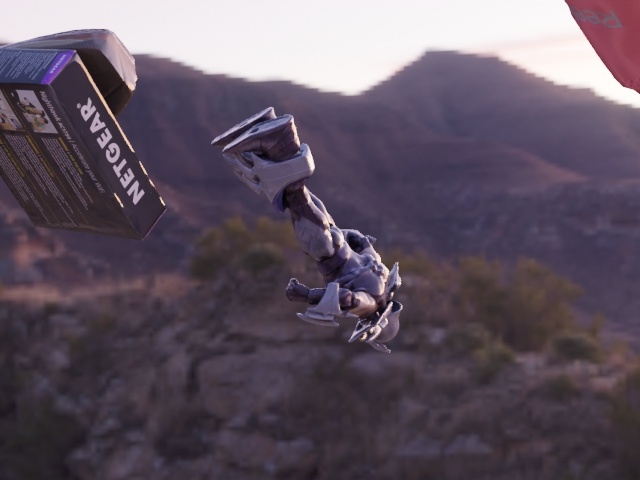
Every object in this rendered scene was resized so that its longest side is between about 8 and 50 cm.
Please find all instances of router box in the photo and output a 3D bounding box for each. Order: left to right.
[{"bbox_3d":[-0.225,-0.081,1.211,0.133,0.179,0.046,7,50,34],"label":"router box"}]

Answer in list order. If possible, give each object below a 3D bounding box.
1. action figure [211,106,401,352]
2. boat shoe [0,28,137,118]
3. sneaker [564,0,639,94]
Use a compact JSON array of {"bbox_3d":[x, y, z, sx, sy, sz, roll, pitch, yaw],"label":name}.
[{"bbox_3d":[0.000,0.000,1.483,0.099,0.285,0.185,-30,14,9],"label":"action figure"},{"bbox_3d":[-0.323,-0.129,1.335,0.324,0.122,0.120,-18,39,17],"label":"boat shoe"},{"bbox_3d":[0.200,-0.153,0.446,0.314,0.136,0.116,-31,32,1],"label":"sneaker"}]
